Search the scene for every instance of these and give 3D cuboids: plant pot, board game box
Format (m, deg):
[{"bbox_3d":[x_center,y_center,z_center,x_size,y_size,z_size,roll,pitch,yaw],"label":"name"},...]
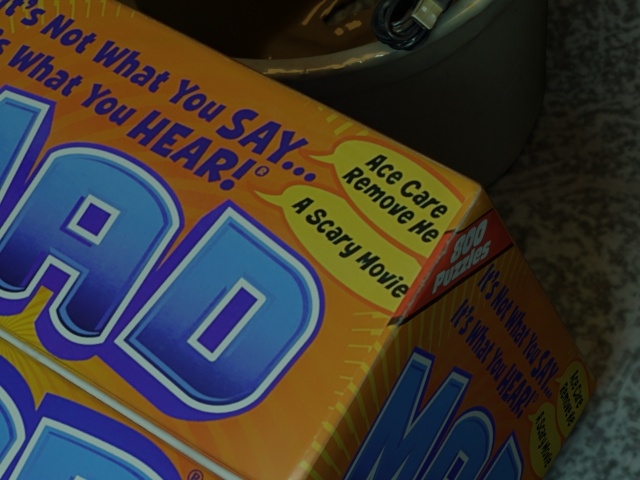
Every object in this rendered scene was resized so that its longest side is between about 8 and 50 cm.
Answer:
[{"bbox_3d":[0.025,-0.172,1.235,0.334,0.305,0.333,-6,62,11],"label":"plant pot"},{"bbox_3d":[-0.107,0.103,1.070,0.356,0.356,0.356,28,82,24],"label":"board game box"}]

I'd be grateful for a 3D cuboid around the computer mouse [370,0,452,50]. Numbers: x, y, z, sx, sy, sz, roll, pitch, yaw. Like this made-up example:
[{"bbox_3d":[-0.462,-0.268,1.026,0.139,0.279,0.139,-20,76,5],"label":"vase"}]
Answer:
[{"bbox_3d":[-0.005,-0.174,1.046,0.193,0.042,0.106,20,74,16],"label":"computer mouse"}]
